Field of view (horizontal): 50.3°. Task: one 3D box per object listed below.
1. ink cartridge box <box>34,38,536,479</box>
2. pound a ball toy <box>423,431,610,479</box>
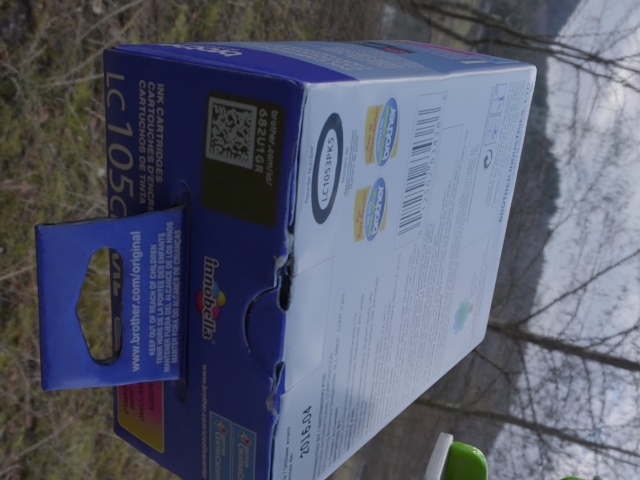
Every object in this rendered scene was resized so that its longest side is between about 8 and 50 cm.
[{"bbox_3d":[0.000,0.000,0.487,0.395,0.151,0.270,-23,125,-53],"label":"ink cartridge box"},{"bbox_3d":[0.154,0.278,0.456,0.136,0.208,0.319,-29,130,-70],"label":"pound a ball toy"}]
